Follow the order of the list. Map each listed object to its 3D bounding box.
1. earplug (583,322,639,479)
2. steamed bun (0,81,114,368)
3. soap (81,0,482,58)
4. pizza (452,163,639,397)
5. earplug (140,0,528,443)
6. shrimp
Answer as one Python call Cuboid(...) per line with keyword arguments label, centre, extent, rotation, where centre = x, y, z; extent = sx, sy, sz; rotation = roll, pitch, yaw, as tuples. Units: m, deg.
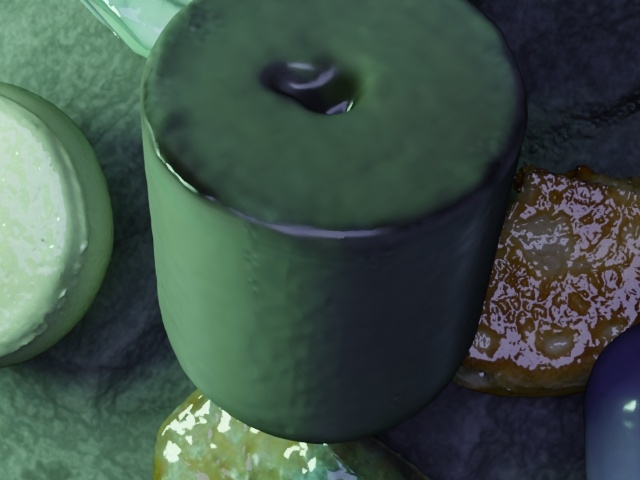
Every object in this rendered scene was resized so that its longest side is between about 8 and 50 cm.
Cuboid(label="earplug", centre=(0.334, 0.294, 1.550), extent=(0.215, 0.215, 0.456), rotation=(-6, 89, 6))
Cuboid(label="steamed bun", centre=(-0.333, -0.016, 1.688), extent=(0.283, 0.177, 0.283), rotation=(0, 93, 5))
Cuboid(label="soap", centre=(-0.074, -0.278, 1.696), extent=(0.446, 0.156, 0.261), rotation=(25, 88, 7))
Cuboid(label="pizza", centre=(0.255, 0.024, 1.665), extent=(0.335, 0.086, 0.226), rotation=(-27, 86, 3))
Cuboid(label="earplug", centre=(0.000, 0.000, 1.521), extent=(0.313, 0.394, 0.312), rotation=(2, 50, -2))
Cuboid(label="shrimp", centre=(0.030, 0.295, 1.663), extent=(0.446, 0.110, 0.221), rotation=(30, 94, 12))
